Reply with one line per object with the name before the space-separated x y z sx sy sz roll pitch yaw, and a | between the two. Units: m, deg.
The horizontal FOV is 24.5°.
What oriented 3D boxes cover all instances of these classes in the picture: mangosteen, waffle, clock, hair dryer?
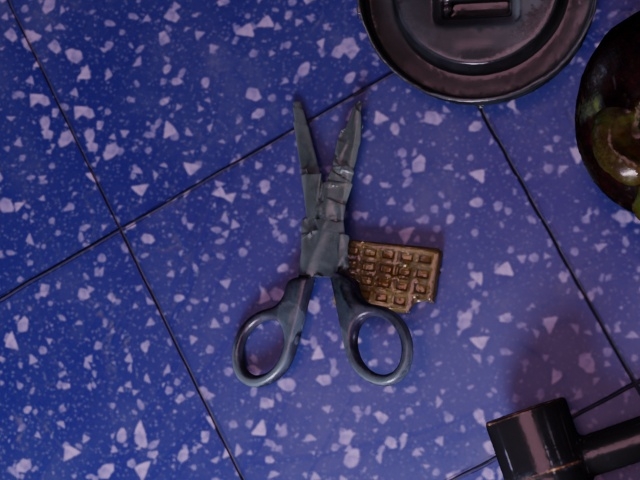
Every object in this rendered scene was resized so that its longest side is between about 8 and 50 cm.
mangosteen | 0.426 -0.143 1.698 0.288 0.288 0.288 -2 83 13
waffle | 0.085 0.047 1.889 0.135 0.021 0.092 7 84 16
clock | 0.202 -0.322 1.885 0.312 0.061 0.312 -2 83 13
hair dryer | 0.393 0.253 1.760 0.352 0.107 0.189 -18 82 5

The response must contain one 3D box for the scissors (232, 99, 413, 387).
scissors | 0.000 0.000 1.898 0.256 0.029 0.383 -6 78 27
